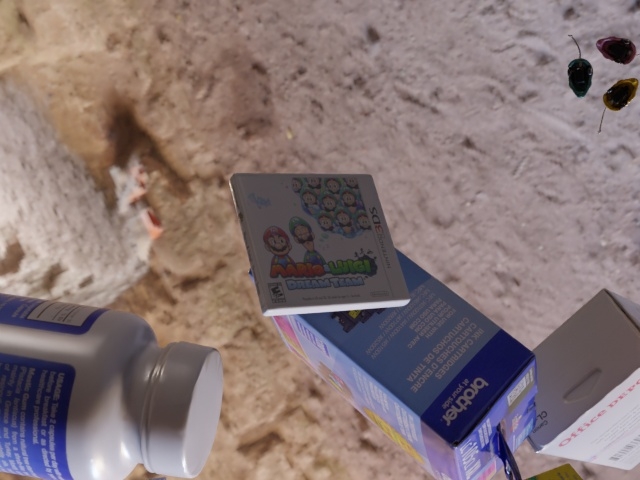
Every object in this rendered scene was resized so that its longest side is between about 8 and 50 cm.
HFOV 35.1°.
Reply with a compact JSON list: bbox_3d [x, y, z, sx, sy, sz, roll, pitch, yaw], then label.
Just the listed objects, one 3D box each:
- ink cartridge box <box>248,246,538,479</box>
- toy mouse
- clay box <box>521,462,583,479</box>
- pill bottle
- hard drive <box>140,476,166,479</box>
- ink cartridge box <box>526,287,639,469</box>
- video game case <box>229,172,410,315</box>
[{"bbox_3d":[0.119,0.158,1.250,0.395,0.151,0.270,37,165,26],"label":"ink cartridge box"},{"bbox_3d":[0.443,-0.275,1.589,0.143,0.031,0.161,45,120,10],"label":"toy mouse"},{"bbox_3d":[0.219,0.280,0.738,0.222,0.053,0.127,-123,16,-65],"label":"clay box"},{"bbox_3d":[-0.229,0.129,0.872,0.272,0.152,0.152,8,135,8],"label":"pill bottle"},{"bbox_3d":[-0.264,0.491,1.262,0.233,0.047,0.353,-19,73,32],"label":"hard drive"},{"bbox_3d":[0.437,0.213,1.488,0.226,0.306,0.131,-46,50,19],"label":"ink cartridge box"},{"bbox_3d":[0.000,0.000,0.967,0.019,0.157,0.143,-46,53,51],"label":"video game case"}]
